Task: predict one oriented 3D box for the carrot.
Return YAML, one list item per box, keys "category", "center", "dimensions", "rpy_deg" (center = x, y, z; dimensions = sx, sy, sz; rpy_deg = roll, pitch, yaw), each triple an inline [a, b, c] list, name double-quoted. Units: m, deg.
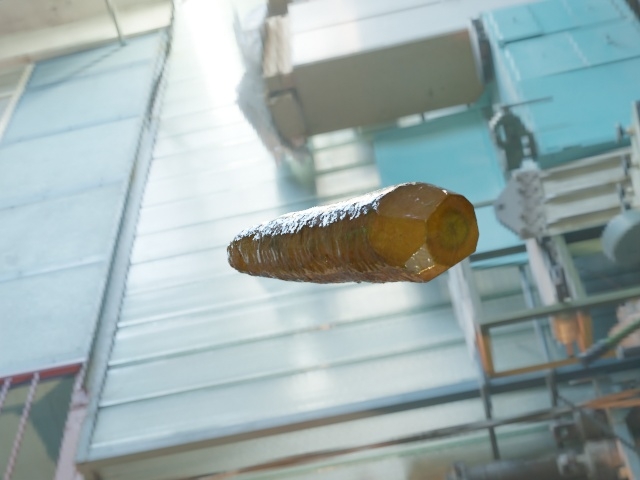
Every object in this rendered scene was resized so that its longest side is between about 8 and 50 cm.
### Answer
- category: "carrot"
  center: [0.000, 0.000, 0.730]
  dimensions: [0.314, 0.066, 0.066]
  rpy_deg: [-4, 98, 60]
